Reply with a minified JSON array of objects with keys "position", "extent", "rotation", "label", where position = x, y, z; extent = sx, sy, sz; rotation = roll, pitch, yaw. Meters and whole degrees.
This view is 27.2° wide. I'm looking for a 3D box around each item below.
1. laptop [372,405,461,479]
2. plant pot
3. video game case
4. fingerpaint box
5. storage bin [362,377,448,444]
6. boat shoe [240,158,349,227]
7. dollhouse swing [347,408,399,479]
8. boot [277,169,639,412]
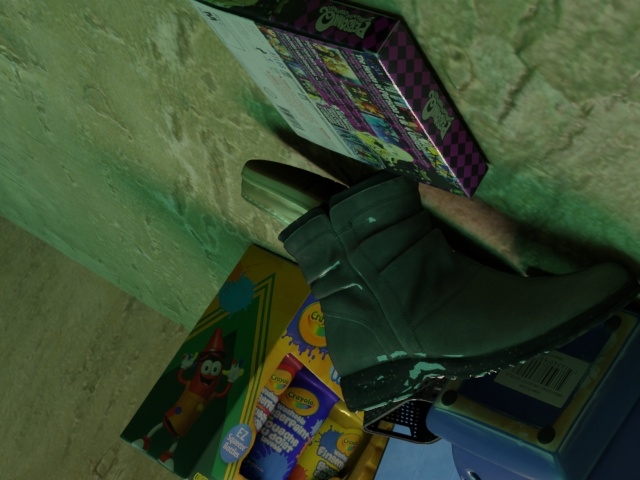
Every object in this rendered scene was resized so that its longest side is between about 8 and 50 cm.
[{"position":[0.220,0.446,1.994],"extent":[0.236,0.381,0.408],"rotation":[16,-163,-8],"label":"laptop"},{"position":[0.264,0.182,1.365],"extent":[0.236,0.236,0.212],"rotation":[19,156,48],"label":"plant pot"},{"position":[0.019,-0.135,1.147],"extent":[0.210,0.041,0.232],"rotation":[23,165,35],"label":"video game case"},{"position":[-0.065,0.277,2.182],"extent":[0.163,0.371,0.445],"rotation":[26,165,34],"label":"fingerpaint box"},{"position":[0.152,0.234,1.975],"extent":[0.122,0.084,0.180],"rotation":[16,152,-19],"label":"storage bin"},{"position":[0.049,0.027,1.458],"extent":[0.341,0.110,0.121],"rotation":[31,-165,-1],"label":"boat shoe"},{"position":[0.252,0.487,2.254],"extent":[0.315,0.346,0.305],"rotation":[39,168,-38],"label":"dollhouse swing"},{"position":[0.118,0.021,1.275],"extent":[0.118,0.338,0.222],"rotation":[-18,-93,-63],"label":"boot"}]
